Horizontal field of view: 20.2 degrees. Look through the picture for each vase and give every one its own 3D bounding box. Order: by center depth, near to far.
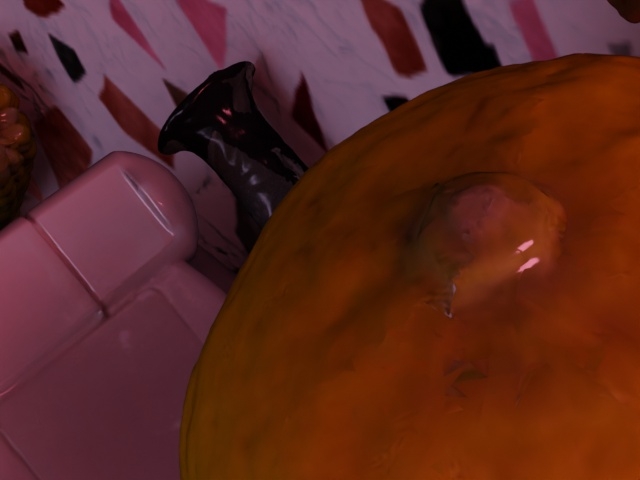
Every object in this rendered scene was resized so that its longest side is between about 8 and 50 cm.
[{"bbox_3d":[0.000,0.000,0.790,0.167,0.059,0.059,50,152,7],"label":"vase"}]

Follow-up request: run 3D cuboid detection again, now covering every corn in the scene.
[{"bbox_3d":[-0.229,-0.014,1.090,0.097,0.097,0.320,49,154,8],"label":"corn"}]

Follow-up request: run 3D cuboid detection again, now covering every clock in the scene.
[{"bbox_3d":[-0.064,0.133,0.892,0.342,0.184,0.326,56,171,5],"label":"clock"}]

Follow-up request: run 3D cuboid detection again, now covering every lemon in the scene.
[{"bbox_3d":[0.092,0.080,0.535,0.245,0.245,0.320,29,164,38],"label":"lemon"}]

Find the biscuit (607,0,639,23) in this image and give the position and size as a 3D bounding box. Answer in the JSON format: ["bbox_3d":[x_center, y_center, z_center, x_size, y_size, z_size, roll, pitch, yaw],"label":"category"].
[{"bbox_3d":[0.088,-0.142,0.458,0.215,0.034,0.182,17,116,57],"label":"biscuit"}]
